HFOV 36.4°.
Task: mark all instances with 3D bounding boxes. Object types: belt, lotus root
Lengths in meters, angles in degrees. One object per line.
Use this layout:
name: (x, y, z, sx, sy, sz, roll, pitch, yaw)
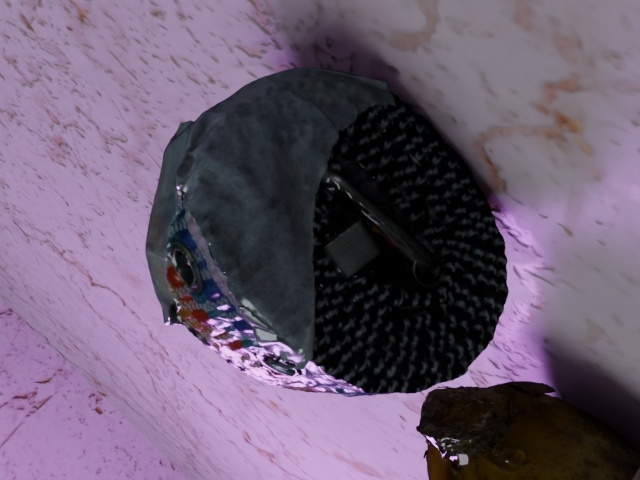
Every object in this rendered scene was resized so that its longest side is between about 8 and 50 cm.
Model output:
belt: (0.000, 0.000, 0.690, 0.257, 0.207, 0.150, 40, 155, -17)
lotus root: (0.227, 0.264, 0.838, 0.397, 0.179, 0.196, 47, 168, -19)

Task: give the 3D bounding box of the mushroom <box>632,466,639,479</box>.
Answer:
mushroom: (0.330, 0.228, 0.524, 0.352, 0.260, 0.352, 35, 164, 12)
